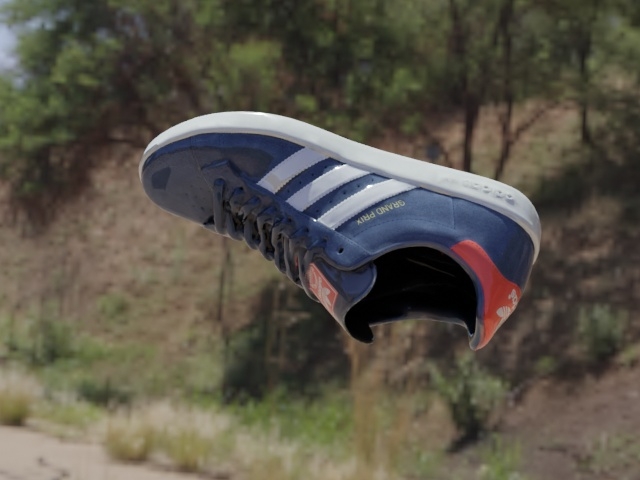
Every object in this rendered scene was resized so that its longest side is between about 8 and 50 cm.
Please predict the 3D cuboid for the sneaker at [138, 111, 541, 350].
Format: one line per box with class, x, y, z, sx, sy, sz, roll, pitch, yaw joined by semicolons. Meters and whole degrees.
sneaker;0.000;0.000;1.241;0.350;0.148;0.131;11;-37;13
